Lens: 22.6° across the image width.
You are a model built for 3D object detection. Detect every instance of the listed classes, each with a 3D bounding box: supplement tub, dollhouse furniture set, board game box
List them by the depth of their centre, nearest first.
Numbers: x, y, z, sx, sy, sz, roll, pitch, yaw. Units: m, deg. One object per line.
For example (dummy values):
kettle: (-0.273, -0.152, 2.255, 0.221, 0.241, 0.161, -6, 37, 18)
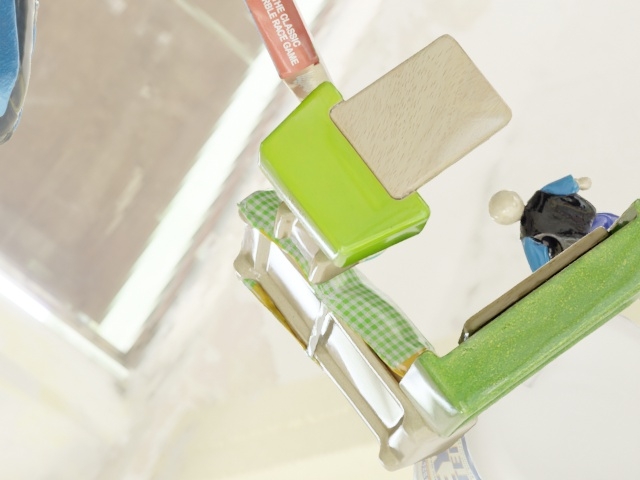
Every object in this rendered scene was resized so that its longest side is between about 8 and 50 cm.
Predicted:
board game box: (-0.032, -0.153, 0.983, 0.027, 0.145, 0.281, -27, 178, 3)
dollhouse furniture set: (0.065, 0.013, 0.993, 0.151, 0.197, 0.301, -35, 170, -13)
supplement tub: (0.229, 0.218, 1.684, 0.235, 0.235, 0.325, -58, 178, -22)

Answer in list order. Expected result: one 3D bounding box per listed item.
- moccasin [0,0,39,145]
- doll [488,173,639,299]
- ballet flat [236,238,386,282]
moccasin: (-0.369, -0.254, 1.717, 0.117, 0.137, 0.342, 95, -4, -59)
doll: (0.258, -0.002, 1.634, 0.046, 0.189, 0.129, 144, -29, -79)
ballet flat: (0.000, 0.000, 1.419, 0.168, 0.052, 0.057, -19, -143, -34)
